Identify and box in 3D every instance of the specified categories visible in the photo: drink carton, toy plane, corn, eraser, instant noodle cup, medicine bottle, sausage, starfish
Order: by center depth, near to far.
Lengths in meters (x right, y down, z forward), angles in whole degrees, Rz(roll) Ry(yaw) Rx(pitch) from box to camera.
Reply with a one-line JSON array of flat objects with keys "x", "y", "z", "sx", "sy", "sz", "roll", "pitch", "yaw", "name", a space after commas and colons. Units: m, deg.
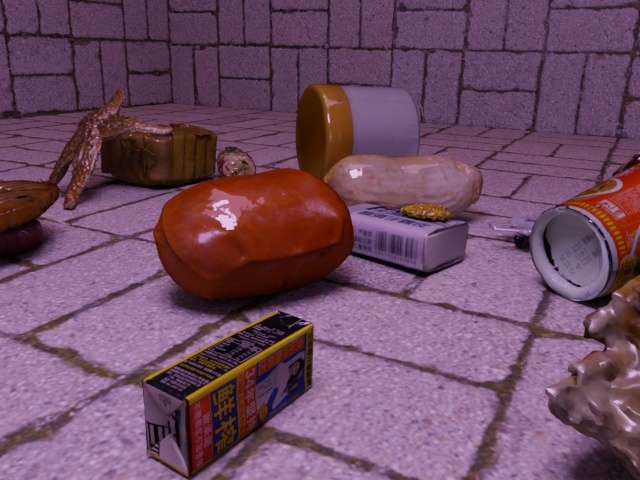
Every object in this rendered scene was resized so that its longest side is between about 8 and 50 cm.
[{"x": -0.072, "y": 0.122, "z": 0.515, "sx": 0.056, "sy": 0.071, "sz": 0.165, "roll": 16, "pitch": 21, "yaw": 30, "name": "drink carton"}, {"x": -0.082, "y": -0.007, "z": 0.779, "sx": 0.268, "sy": 0.153, "sz": 0.141, "roll": -10, "pitch": 58, "yaw": -32, "name": "sausage"}, {"x": 0.410, "y": -0.012, "z": 0.820, "sx": 0.212, "sy": 0.193, "sz": 0.193, "roll": -16, "pitch": 24, "yaw": -25, "name": "instant noodle cup"}, {"x": 0.113, "y": -0.011, "z": 0.954, "sx": 0.210, "sy": 0.068, "sz": 0.124, "roll": 16, "pitch": 22, "yaw": 41, "name": "eraser"}, {"x": 0.368, "y": -0.015, "z": 0.987, "sx": 0.162, "sy": 0.065, "sz": 0.171, "roll": -6, "pitch": 21, "yaw": -22, "name": "toy plane"}, {"x": -0.471, "y": -0.214, "z": 1.274, "sx": 0.327, "sy": 0.094, "sz": 0.375, "roll": -4, "pitch": 52, "yaw": 27, "name": "starfish"}, {"x": 0.081, "y": -0.241, "z": 1.396, "sx": 0.232, "sy": 0.238, "sz": 0.238, "roll": -3, "pitch": 18, "yaw": -18, "name": "medicine bottle"}, {"x": -0.208, "y": -0.181, "z": 1.435, "sx": 0.086, "sy": 0.086, "sz": 0.253, "roll": -3, "pitch": 16, "yaw": -15, "name": "corn"}]

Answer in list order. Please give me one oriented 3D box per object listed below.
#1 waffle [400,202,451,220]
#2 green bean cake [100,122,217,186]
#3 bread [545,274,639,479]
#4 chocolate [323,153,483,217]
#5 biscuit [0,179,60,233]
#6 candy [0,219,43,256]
[{"x": 0.167, "y": -0.046, "z": 0.934, "sx": 0.078, "sy": 0.016, "sz": 0.085, "roll": 8, "pitch": 14, "yaw": 17, "name": "waffle"}, {"x": -0.386, "y": -0.208, "z": 1.430, "sx": 0.224, "sy": 0.131, "sz": 0.229, "roll": 12, "pitch": 19, "yaw": 30, "name": "green bean cake"}, {"x": 0.317, "y": 0.133, "z": 0.335, "sx": 0.314, "sy": 0.191, "sz": 0.370, "roll": -22, "pitch": 16, "yaw": -40, "name": "bread"}, {"x": 0.156, "y": -0.097, "z": 1.127, "sx": 0.309, "sy": 0.134, "sz": 0.134, "roll": -3, "pitch": 18, "yaw": -10, "name": "chocolate"}, {"x": -0.578, "y": -0.030, "z": 0.899, "sx": 0.359, "sy": 0.046, "sz": 0.359, "roll": -9, "pitch": 19, "yaw": 3, "name": "biscuit"}, {"x": -0.491, "y": -0.008, "z": 0.937, "sx": 0.103, "sy": 0.043, "sz": 0.103, "roll": -2, "pitch": 18, "yaw": 1, "name": "candy"}]
